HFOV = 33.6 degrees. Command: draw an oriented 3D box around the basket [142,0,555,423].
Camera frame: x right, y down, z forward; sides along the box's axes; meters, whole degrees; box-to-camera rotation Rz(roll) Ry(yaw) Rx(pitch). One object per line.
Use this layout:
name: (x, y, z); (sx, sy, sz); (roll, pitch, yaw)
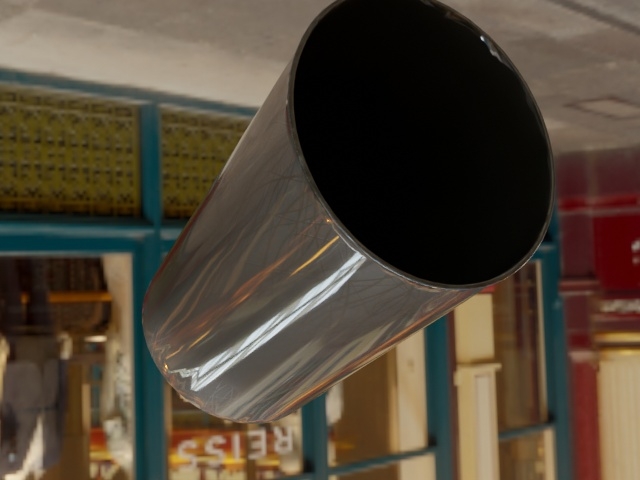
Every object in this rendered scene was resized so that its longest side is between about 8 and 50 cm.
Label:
basket: (0.000, 0.000, 0.604); (0.154, 0.204, 0.227); (32, 136, -11)
